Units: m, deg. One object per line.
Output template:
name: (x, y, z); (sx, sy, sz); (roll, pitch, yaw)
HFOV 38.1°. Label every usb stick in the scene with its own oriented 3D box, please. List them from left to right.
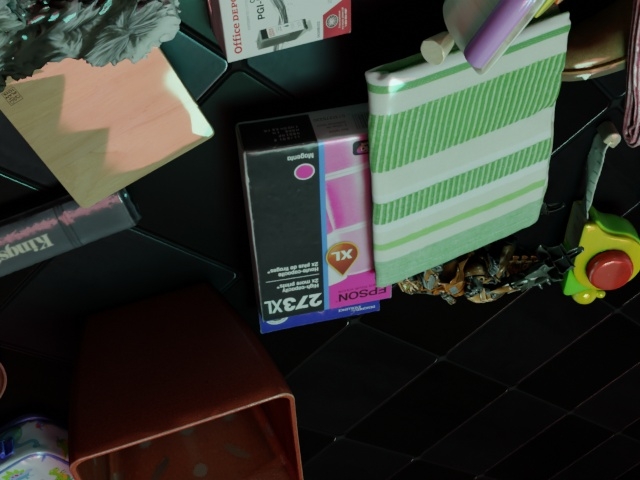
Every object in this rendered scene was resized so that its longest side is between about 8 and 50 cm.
usb stick: (-0.341, 0.000, 1.048); (0.277, 0.045, 0.077); (-21, 142, -4)

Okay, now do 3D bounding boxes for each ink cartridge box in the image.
ink cartridge box: (-0.041, -0.243, 0.918); (0.135, 0.056, 0.099); (-17, 142, -11)
ink cartridge box: (0.000, 0.000, 1.156); (0.175, 0.069, 0.371); (-10, 138, -8)

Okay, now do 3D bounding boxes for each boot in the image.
boot: (0.379, -0.286, 1.073); (0.305, 0.112, 0.115); (-28, 126, -6)

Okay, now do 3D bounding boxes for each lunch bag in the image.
lunch bag: (-0.446, 0.346, 1.356); (0.219, 0.090, 0.176); (-33, 142, 10)

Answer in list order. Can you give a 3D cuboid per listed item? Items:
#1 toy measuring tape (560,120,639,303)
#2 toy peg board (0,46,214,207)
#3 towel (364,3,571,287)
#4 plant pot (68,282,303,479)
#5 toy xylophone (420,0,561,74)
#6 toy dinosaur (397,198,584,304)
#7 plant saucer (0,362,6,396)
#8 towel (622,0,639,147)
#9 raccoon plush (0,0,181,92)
toy measuring tape: (0.435, -0.030, 1.376); (0.121, 0.121, 0.330); (-12, 132, -16)
toy peg board: (-0.219, -0.145, 0.938); (0.161, 0.079, 0.161); (-29, 126, 5)
towel: (0.165, -0.099, 1.070); (0.247, 0.038, 0.325); (-22, 140, -13)
plant pot: (-0.189, 0.216, 1.225); (0.267, 0.236, 0.267); (-16, 140, -11)
toy xylophone: (0.220, -0.264, 0.869); (0.322, 0.081, 0.236); (-41, 174, -24)
toy dinosaur: (0.242, 0.019, 1.333); (0.218, 0.164, 0.322); (-38, 172, 38)
plant saucer: (-0.503, 0.177, 1.175); (0.198, 0.036, 0.199); (-15, 140, -13)
towel: (0.491, -0.258, 1.054); (0.328, 0.037, 0.237); (-22, 131, -14)
raccoon plush: (-0.351, -0.229, 0.699); (0.216, 0.299, 0.446); (-41, 171, 23)
